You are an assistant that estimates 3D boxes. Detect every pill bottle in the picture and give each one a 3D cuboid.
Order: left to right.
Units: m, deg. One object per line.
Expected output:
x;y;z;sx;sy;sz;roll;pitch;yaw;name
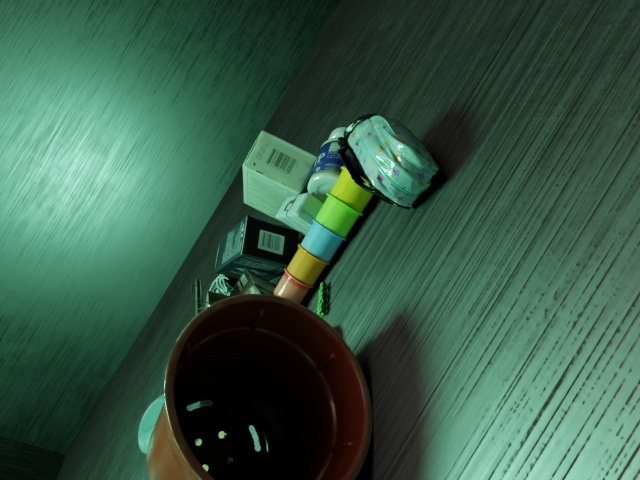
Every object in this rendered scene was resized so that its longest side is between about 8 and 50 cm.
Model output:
0.043;-0.179;1.009;0.112;0.112;0.186;-34;32;47;pill bottle

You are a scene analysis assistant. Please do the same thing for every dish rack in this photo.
-0.259;0.233;0.974;0.208;0.074;0.271;109;153;-48;dish rack

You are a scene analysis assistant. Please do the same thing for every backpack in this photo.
0.125;-0.144;0.746;0.115;0.152;0.182;-57;31;31;backpack

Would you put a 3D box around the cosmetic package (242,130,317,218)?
-0.121;-0.160;1.163;0.113;0.160;0.309;-65;5;-14;cosmetic package

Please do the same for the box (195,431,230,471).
-0.249;0.483;0.896;0.201;0.021;0.164;-52;22;16;box

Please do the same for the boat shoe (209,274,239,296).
-0.279;0.135;1.336;0.254;0.095;0.079;-48;11;3;boat shoe

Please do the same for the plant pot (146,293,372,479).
-0.113;0.260;0.597;0.265;0.272;0.272;-52;21;39;plant pot

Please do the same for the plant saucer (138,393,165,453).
-0.502;0.543;1.287;0.195;0.037;0.195;-31;32;23;plant saucer

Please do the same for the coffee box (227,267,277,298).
-0.152;0.175;0.984;0.141;0.098;0.246;-59;21;1;coffee box

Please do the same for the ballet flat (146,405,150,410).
-0.525;0.580;1.362;0.057;0.049;0.173;-51;25;-18;ballet flat

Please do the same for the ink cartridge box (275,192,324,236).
-0.029;-0.055;1.004;0.063;0.109;0.150;-60;21;-11;ink cartridge box

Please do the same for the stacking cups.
0.000;0.000;0.888;0.316;0.096;0.096;-57;21;5;stacking cups

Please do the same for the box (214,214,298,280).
-0.174;0.032;1.125;0.207;0.153;0.108;-27;52;53;box

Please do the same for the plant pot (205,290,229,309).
-0.292;0.223;1.233;0.096;0.109;0.109;-68;20;8;plant pot

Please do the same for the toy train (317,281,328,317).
0.004;0.117;0.833;0.023;0.017;0.083;-57;19;36;toy train

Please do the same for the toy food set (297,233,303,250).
-0.082;0.000;1.172;0.122;0.019;0.078;-12;50;62;toy food set
